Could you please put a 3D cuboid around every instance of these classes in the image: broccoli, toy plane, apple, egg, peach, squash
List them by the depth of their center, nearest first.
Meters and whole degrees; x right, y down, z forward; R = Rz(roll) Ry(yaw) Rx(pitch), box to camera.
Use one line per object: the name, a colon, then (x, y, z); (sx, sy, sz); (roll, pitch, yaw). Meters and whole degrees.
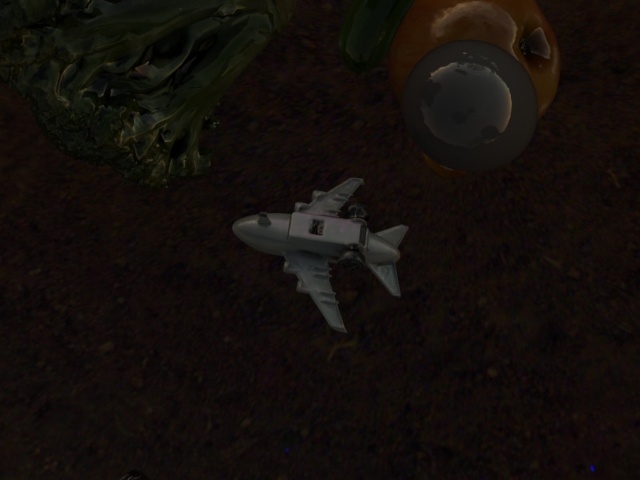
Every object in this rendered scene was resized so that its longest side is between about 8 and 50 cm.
broccoli: (-0.157, -0.221, 0.766); (0.284, 0.303, 0.321); (-6, 133, 21)
egg: (0.175, -0.151, 0.956); (0.146, 0.199, 0.146); (-11, 71, 34)
squash: (0.084, -0.306, 1.050); (0.077, 0.068, 0.219); (29, 126, -11)
toy plane: (0.001, -0.002, 1.190); (0.255, 0.101, 0.251); (12, 61, -6)
apple: (0.229, -0.268, 1.208); (0.242, 0.241, 0.242); (-5, 99, -34)
peach: (0.231, -0.160, 1.489); (0.101, 0.101, 0.100); (2, 102, 8)

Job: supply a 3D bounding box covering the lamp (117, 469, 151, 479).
lamp: (-0.196, 0.406, 1.087); (0.283, 0.203, 0.124); (26, 66, 21)
